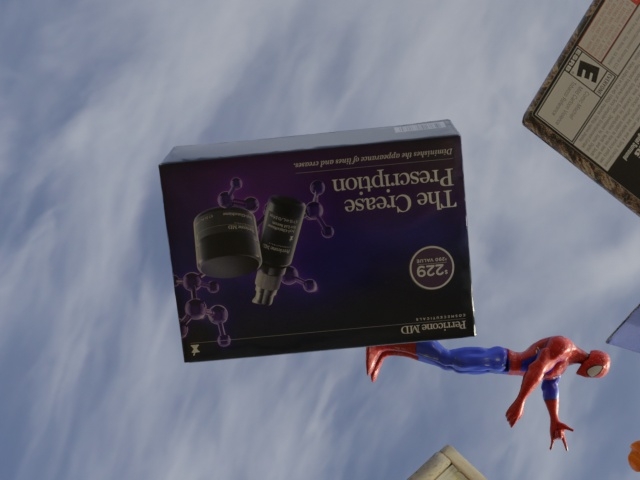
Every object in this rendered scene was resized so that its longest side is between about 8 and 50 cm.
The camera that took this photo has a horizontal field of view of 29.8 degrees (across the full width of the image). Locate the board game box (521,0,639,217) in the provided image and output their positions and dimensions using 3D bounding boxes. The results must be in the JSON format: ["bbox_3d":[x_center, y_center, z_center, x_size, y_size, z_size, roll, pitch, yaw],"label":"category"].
[{"bbox_3d":[0.321,-0.095,0.788,0.291,0.141,0.232,41,-39,13],"label":"board game box"}]

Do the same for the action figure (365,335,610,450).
[{"bbox_3d":[0.197,0.176,1.400,0.280,0.091,0.139,-3,-102,7],"label":"action figure"}]

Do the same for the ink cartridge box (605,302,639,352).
[{"bbox_3d":[0.510,0.045,1.209,0.324,0.071,0.330,17,-59,-29],"label":"ink cartridge box"}]

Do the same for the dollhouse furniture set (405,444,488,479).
[{"bbox_3d":[-0.008,0.217,0.463,0.212,0.161,0.242,42,-47,18],"label":"dollhouse furniture set"}]

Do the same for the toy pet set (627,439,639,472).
[{"bbox_3d":[0.273,0.145,0.790,0.122,0.065,0.114,31,-46,37],"label":"toy pet set"}]

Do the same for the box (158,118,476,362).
[{"bbox_3d":[0.000,0.000,1.079,0.261,0.103,0.184,-6,-75,2],"label":"box"}]
